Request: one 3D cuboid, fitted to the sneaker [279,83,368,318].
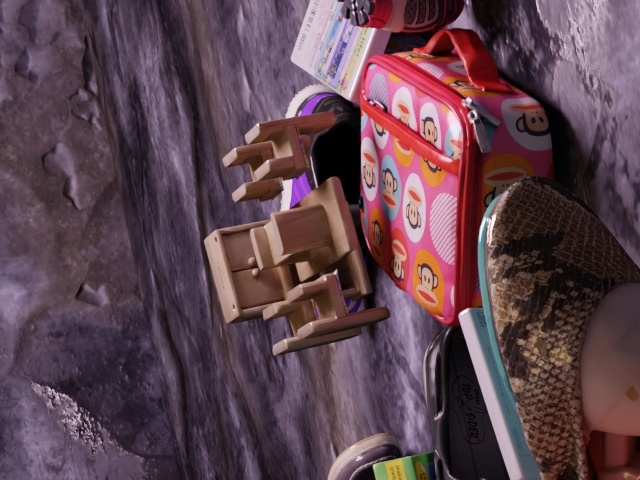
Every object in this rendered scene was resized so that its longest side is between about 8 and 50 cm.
[{"bbox_3d":[0.016,-0.030,1.968,0.146,0.102,0.293,-145,48,-65],"label":"sneaker"}]

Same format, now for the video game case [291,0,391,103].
[{"bbox_3d":[0.041,-0.267,1.762,0.212,0.023,0.193,-70,25,11],"label":"video game case"}]

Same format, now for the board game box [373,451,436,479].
[{"bbox_3d":[0.143,0.373,1.687,0.213,0.046,0.317,9,-113,-69],"label":"board game box"}]

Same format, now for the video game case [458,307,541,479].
[{"bbox_3d":[0.195,0.133,1.450,0.019,0.143,0.157,-34,64,41],"label":"video game case"}]

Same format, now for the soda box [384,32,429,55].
[{"bbox_3d":[0.088,-0.127,1.766,0.063,0.058,0.183,-131,35,-59],"label":"soda box"}]

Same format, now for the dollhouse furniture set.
[{"bbox_3d":[0.000,0.000,1.710,0.242,0.161,0.212,-35,68,64],"label":"dollhouse furniture set"}]

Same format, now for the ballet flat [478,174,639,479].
[{"bbox_3d":[0.253,0.182,1.321,0.182,0.164,0.483,9,115,48],"label":"ballet flat"}]

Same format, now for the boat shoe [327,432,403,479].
[{"bbox_3d":[0.066,0.338,2.027,0.285,0.102,0.092,97,151,-51],"label":"boat shoe"}]

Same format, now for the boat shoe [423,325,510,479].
[{"bbox_3d":[0.174,0.226,1.580,0.113,0.127,0.340,92,172,-67],"label":"boat shoe"}]

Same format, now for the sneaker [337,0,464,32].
[{"bbox_3d":[0.086,-0.350,1.593,0.121,0.112,0.299,-165,80,-65],"label":"sneaker"}]

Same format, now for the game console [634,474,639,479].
[{"bbox_3d":[0.274,0.227,1.203,0.144,0.124,0.085,-55,37,28],"label":"game console"}]

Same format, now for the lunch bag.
[{"bbox_3d":[0.128,-0.074,1.590,0.293,0.120,0.258,-135,44,-65],"label":"lunch bag"}]
